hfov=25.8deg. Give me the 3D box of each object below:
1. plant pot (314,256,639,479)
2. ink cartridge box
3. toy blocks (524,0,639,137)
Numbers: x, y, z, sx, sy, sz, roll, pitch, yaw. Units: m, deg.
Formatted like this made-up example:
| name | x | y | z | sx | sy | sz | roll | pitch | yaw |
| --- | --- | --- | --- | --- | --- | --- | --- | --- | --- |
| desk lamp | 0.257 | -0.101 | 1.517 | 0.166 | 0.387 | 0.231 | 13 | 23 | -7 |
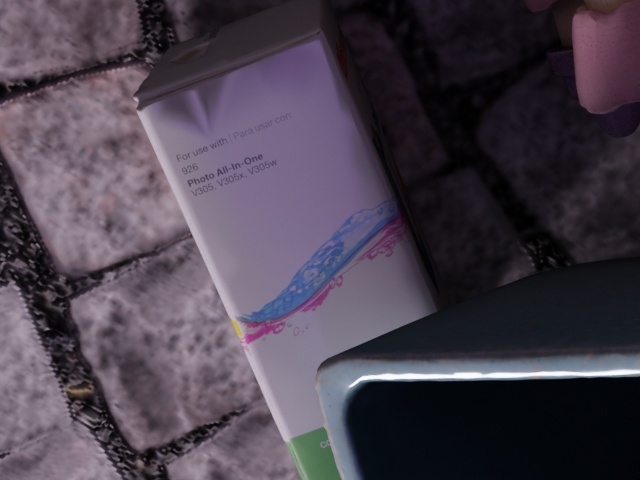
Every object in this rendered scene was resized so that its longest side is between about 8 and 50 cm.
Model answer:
| name | x | y | z | sx | sy | sz | roll | pitch | yaw |
| --- | --- | --- | --- | --- | --- | --- | --- | --- | --- |
| plant pot | 0.194 | 0.111 | 0.568 | 0.247 | 0.252 | 0.247 | -7 | 104 | 43 |
| ink cartridge box | 0.000 | 0.000 | 0.663 | 0.093 | 0.154 | 0.212 | -23 | 105 | 6 |
| toy blocks | 0.230 | -0.115 | 0.550 | 0.288 | 0.309 | 0.260 | -15 | 100 | 5 |
